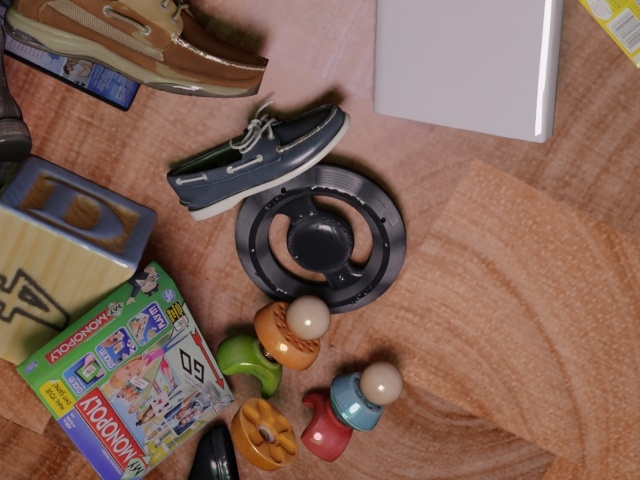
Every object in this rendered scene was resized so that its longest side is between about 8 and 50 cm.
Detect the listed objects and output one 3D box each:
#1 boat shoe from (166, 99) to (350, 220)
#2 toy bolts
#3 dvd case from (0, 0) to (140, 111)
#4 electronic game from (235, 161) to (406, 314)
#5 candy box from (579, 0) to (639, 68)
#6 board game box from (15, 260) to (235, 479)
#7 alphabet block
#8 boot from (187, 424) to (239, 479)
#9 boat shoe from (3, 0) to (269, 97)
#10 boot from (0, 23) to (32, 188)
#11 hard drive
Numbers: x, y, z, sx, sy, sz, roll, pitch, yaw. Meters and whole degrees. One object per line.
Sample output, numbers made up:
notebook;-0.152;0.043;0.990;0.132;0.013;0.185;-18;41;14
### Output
boat shoe;-0.082;-0.114;1.740;0.254;0.095;0.079;-25;116;24
toy bolts;0.000;0.200;1.801;0.228;0.218;0.158;33;121;-30
dvd case;-0.321;-0.293;1.711;0.253;0.022;0.180;25;112;-9
electronic game;0.000;0.000;1.807;0.229;0.048;0.229;3;121;5
candy box;0.367;-0.320;1.673;0.105;0.027;0.206;-41;106;14
board game box;-0.241;0.187;1.760;0.213;0.046;0.317;-40;146;-14
alphabet block;-0.347;0.038;1.760;0.193;0.192;0.197;26;112;-7
boot;-0.216;0.384;1.950;0.207;0.094;0.246;-6;119;0
boat shoe;-0.218;-0.262;1.644;0.324;0.122;0.120;16;108;-5
boot;-0.438;-0.183;1.671;0.263;0.091;0.229;-29;71;43
hard drive;0.178;-0.308;1.623;0.233;0.047;0.353;13;115;27
